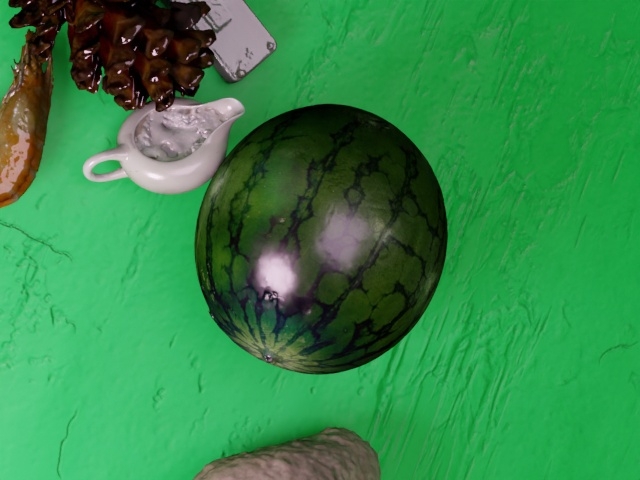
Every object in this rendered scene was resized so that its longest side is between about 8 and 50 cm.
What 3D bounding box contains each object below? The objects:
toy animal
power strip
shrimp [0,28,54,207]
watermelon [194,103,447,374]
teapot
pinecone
[{"bbox_3d":[-0.064,0.394,1.624,0.359,0.188,0.226,-12,89,-22],"label":"toy animal"},{"bbox_3d":[-0.135,-0.343,1.662,0.145,0.061,0.215,-44,107,-16],"label":"power strip"},{"bbox_3d":[-0.415,-0.157,1.540,0.150,0.068,0.248,24,72,-13],"label":"shrimp"},{"bbox_3d":[0.000,0.000,1.574,0.363,0.363,0.363,0,90,-23],"label":"watermelon"},{"bbox_3d":[-0.207,-0.122,1.605,0.226,0.092,0.145,-23,61,-15],"label":"teapot"},{"bbox_3d":[-0.248,-0.290,1.521,0.292,0.246,0.246,45,73,-36],"label":"pinecone"}]
